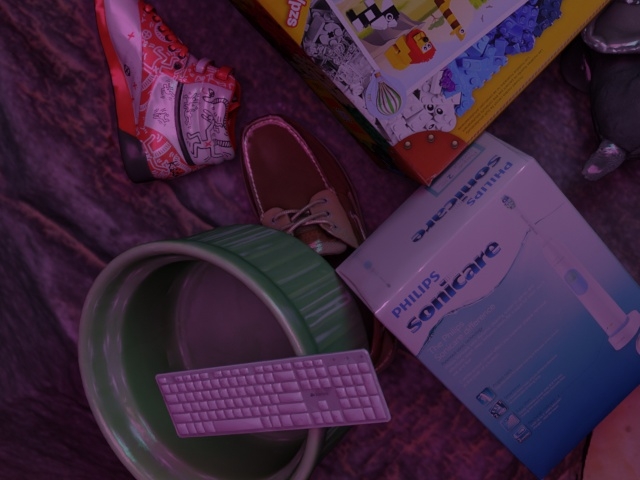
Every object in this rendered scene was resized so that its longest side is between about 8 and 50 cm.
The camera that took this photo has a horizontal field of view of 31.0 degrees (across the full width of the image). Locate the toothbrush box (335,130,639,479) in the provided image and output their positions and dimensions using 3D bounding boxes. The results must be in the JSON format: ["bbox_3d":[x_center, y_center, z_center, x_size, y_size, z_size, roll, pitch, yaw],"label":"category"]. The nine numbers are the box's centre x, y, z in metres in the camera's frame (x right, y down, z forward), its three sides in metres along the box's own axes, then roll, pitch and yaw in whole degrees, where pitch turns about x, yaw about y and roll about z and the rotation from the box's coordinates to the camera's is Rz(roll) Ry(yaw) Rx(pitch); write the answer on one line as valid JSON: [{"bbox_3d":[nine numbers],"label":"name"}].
[{"bbox_3d":[0.197,0.068,1.196,0.216,0.126,0.295,-45,117,1],"label":"toothbrush box"}]

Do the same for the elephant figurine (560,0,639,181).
[{"bbox_3d":[0.342,-0.216,1.276,0.169,0.186,0.239,-44,67,43],"label":"elephant figurine"}]

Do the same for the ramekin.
[{"bbox_3d":[-0.094,0.128,1.218,0.303,0.148,0.303,11,111,30],"label":"ramekin"}]

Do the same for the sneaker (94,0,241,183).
[{"bbox_3d":[-0.172,-0.209,1.340,0.145,0.090,0.270,-11,88,3],"label":"sneaker"}]

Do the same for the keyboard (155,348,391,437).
[{"bbox_3d":[-0.051,0.148,1.097,0.256,0.014,0.072,-11,100,35],"label":"keyboard"}]

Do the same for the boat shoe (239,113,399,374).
[{"bbox_3d":[0.000,0.000,1.291,0.123,0.116,0.324,-28,84,3],"label":"boat shoe"}]

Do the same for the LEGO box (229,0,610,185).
[{"bbox_3d":[0.137,-0.368,1.196,0.500,0.193,0.372,-46,107,-3],"label":"LEGO box"}]
